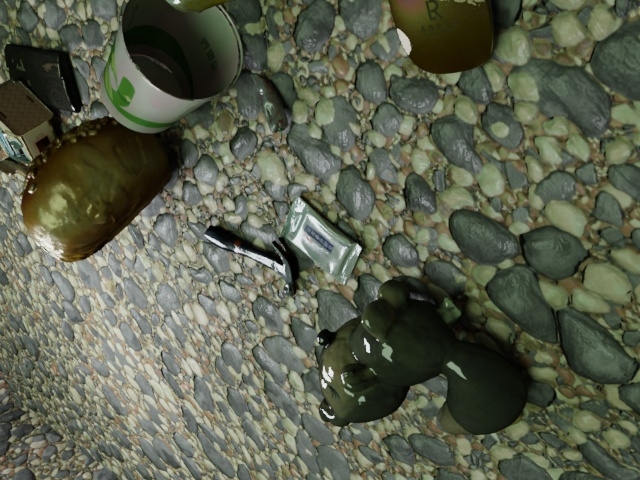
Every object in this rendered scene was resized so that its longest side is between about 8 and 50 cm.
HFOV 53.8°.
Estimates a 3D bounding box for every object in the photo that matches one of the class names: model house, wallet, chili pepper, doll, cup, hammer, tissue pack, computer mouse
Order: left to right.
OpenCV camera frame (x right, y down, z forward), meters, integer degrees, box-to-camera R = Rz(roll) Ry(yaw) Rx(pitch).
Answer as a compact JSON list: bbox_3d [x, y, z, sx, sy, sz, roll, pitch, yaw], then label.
[{"bbox_3d":[-0.894,-0.332,1.834,0.325,0.169,0.244,26,141,28],"label":"model house"},{"bbox_3d":[-0.801,-0.461,1.792,0.321,0.044,0.171,17,127,35],"label":"wallet"},{"bbox_3d":[-0.325,-0.358,1.301,0.274,0.253,0.253,-21,100,55],"label":"cup"},{"bbox_3d":[-0.173,0.022,1.525,0.289,0.037,0.137,24,129,30],"label":"hammer"},{"bbox_3d":[-0.100,-0.273,1.278,0.050,0.041,0.153,-24,81,27],"label":"chili pepper"},{"bbox_3d":[0.000,0.000,1.362,0.193,0.026,0.123,38,134,18],"label":"tissue pack"},{"bbox_3d":[0.160,0.287,1.241,0.378,0.252,0.382,45,143,12],"label":"doll"},{"bbox_3d":[0.173,-0.402,0.932,0.158,0.071,0.311,3,116,39],"label":"computer mouse"}]

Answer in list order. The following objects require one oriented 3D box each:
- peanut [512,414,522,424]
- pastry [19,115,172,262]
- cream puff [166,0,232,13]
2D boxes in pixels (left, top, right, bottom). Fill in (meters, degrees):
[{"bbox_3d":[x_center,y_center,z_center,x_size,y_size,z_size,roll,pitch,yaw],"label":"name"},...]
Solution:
[{"bbox_3d":[0.360,0.352,1.248,0.037,0.037,0.083,55,136,1],"label":"peanut"},{"bbox_3d":[-0.559,-0.136,1.541,0.245,0.409,0.409,46,138,-5],"label":"pastry"},{"bbox_3d":[-0.188,-0.549,0.977,0.378,0.378,0.276,-21,69,47],"label":"cream puff"}]
